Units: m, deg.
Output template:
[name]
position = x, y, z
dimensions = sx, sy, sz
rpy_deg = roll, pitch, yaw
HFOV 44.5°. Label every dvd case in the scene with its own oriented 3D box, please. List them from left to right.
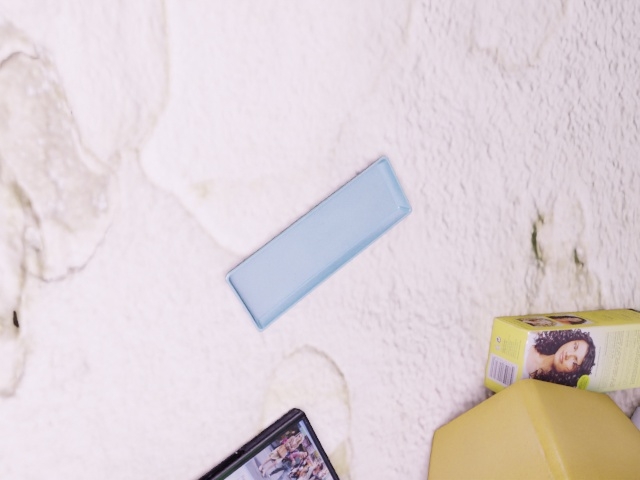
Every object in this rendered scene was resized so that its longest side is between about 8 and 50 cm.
[dvd case]
position = -0.078, 0.297, 0.715
dimensions = 0.253, 0.022, 0.180
rpy_deg = -33, 106, -25

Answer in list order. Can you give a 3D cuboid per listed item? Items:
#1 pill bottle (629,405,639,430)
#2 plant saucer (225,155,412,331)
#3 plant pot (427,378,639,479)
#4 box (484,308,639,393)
[pill bottle]
position = 0.486, 0.167, 0.980
dimensions = 0.131, 0.131, 0.229
rpy_deg = 38, 82, -32
[plant saucer]
position = 0.000, 0.000, 0.718
dimensions = 0.192, 0.018, 0.067
rpy_deg = -37, 118, -17
[plant pot]
position = 0.230, 0.260, 0.791
dimensions = 0.212, 0.187, 0.212
rpy_deg = 16, 138, -32
[box]
position = 0.299, 0.130, 0.903
dimensions = 0.232, 0.058, 0.087
rpy_deg = -1, 103, -31
